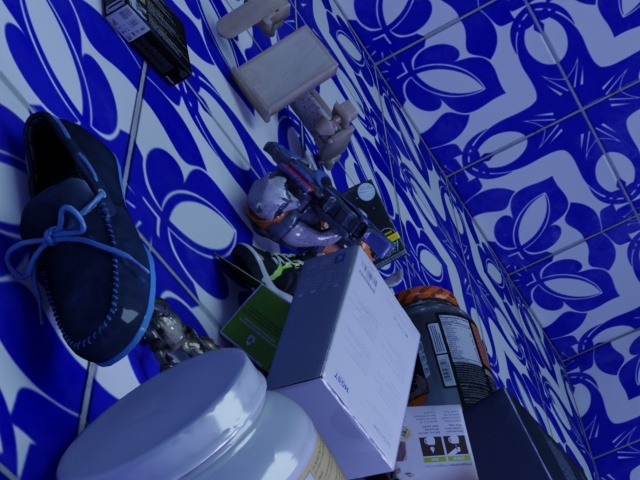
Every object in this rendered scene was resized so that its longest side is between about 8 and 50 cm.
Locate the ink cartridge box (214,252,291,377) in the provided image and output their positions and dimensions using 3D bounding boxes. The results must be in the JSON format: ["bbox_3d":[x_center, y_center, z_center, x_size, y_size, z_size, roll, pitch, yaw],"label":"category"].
[{"bbox_3d":[-0.065,0.145,1.628,0.255,0.097,0.189,30,-15,48],"label":"ink cartridge box"}]

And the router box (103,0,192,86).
[{"bbox_3d":[-0.274,-0.346,1.793,0.179,0.046,0.133,47,23,-46],"label":"router box"}]

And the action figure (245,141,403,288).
[{"bbox_3d":[0.000,0.000,1.899,0.330,0.178,0.341,40,3,-44],"label":"action figure"}]

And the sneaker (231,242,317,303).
[{"bbox_3d":[-0.054,0.042,1.752,0.084,0.097,0.235,43,-2,32],"label":"sneaker"}]

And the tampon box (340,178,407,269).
[{"bbox_3d":[0.070,-0.018,2.175,0.161,0.120,0.101,63,-12,-3],"label":"tampon box"}]

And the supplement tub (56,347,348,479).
[{"bbox_3d":[-0.073,0.294,1.076,0.331,0.241,0.241,59,17,-13],"label":"supplement tub"}]

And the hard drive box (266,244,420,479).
[{"bbox_3d":[0.034,0.153,1.438,0.181,0.089,0.232,55,33,-29],"label":"hard drive box"}]

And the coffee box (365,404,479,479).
[{"bbox_3d":[0.143,0.389,1.510,0.168,0.118,0.297,108,-23,-51],"label":"coffee box"}]

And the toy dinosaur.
[{"bbox_3d":[-0.195,0.093,1.334,0.268,0.064,0.118,51,6,-36],"label":"toy dinosaur"}]

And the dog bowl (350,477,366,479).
[{"bbox_3d":[-0.030,0.332,1.405,0.349,0.102,0.349,56,17,-27],"label":"dog bowl"}]

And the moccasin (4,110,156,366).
[{"bbox_3d":[-0.268,-0.008,1.189,0.117,0.137,0.342,43,12,-41],"label":"moccasin"}]

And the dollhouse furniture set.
[{"bbox_3d":[-0.093,-0.285,2.283,0.303,0.173,0.355,53,-15,9],"label":"dollhouse furniture set"}]

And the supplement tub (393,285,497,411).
[{"bbox_3d":[0.211,0.261,2.077,0.207,0.207,0.338,47,22,-45],"label":"supplement tub"}]

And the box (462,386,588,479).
[{"bbox_3d":[0.274,0.454,1.783,0.395,0.293,0.212,46,16,-48],"label":"box"}]
